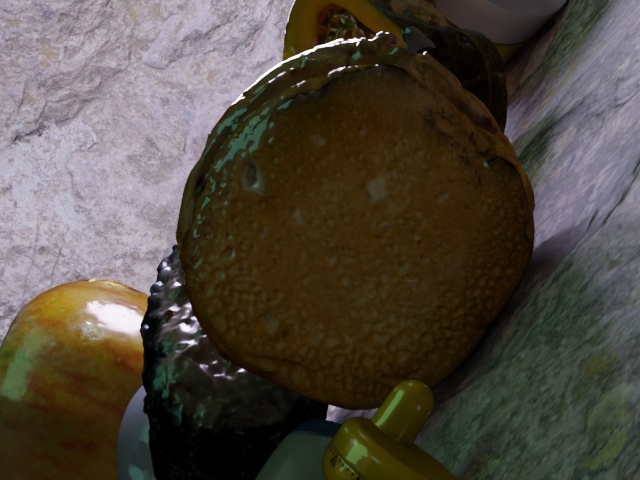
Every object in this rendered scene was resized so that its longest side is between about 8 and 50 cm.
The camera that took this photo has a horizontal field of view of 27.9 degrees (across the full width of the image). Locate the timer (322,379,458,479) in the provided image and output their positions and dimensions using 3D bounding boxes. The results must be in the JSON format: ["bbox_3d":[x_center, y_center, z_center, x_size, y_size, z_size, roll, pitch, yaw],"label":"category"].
[{"bbox_3d":[0.057,0.160,0.914,0.109,0.107,0.107,-57,9,6],"label":"timer"}]

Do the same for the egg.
[{"bbox_3d":[-0.140,0.234,1.429,0.176,0.176,0.232,-49,12,32],"label":"egg"}]

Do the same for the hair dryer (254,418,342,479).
[{"bbox_3d":[-0.049,0.322,0.995,0.296,0.119,0.298,-71,2,-47],"label":"hair dryer"}]

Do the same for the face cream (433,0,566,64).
[{"bbox_3d":[0.182,-0.322,1.661,0.179,0.218,0.218,-46,13,48],"label":"face cream"}]

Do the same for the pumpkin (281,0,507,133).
[{"bbox_3d":[0.078,-0.185,1.522,0.317,0.139,0.222,48,132,39],"label":"pumpkin"}]

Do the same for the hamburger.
[{"bbox_3d":[0.031,-0.019,1.113,0.314,0.290,0.170,-52,12,5],"label":"hamburger"}]

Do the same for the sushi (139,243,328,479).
[{"bbox_3d":[-0.081,0.118,1.308,0.350,0.211,0.171,-89,8,-55],"label":"sushi"}]

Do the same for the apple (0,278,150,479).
[{"bbox_3d":[-0.329,0.255,1.925,0.400,0.333,0.400,21,-90,-87],"label":"apple"}]
